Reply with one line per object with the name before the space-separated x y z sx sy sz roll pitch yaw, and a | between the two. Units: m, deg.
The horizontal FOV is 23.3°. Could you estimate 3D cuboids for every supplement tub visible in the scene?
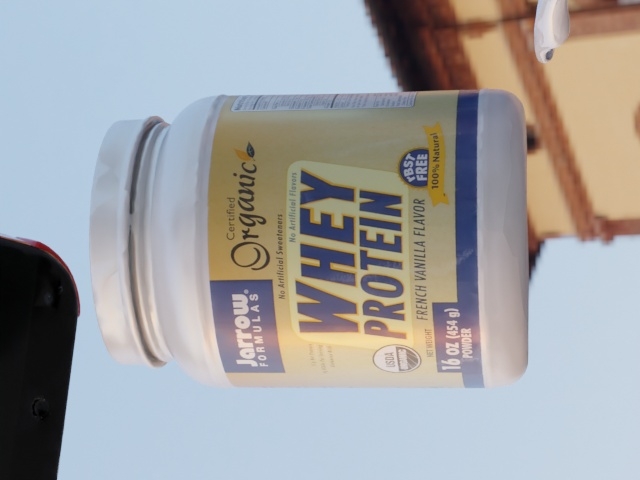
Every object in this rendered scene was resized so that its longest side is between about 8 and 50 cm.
supplement tub | 0.000 0.000 1.192 0.228 0.316 0.228 -1 -90 -82

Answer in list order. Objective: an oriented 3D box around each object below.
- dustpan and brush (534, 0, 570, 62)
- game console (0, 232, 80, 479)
dustpan and brush | 0.145 -0.169 0.880 0.147 0.060 0.211 -45 -33 -25
game console | -0.349 0.164 1.235 0.342 0.060 0.387 15 -104 -45
